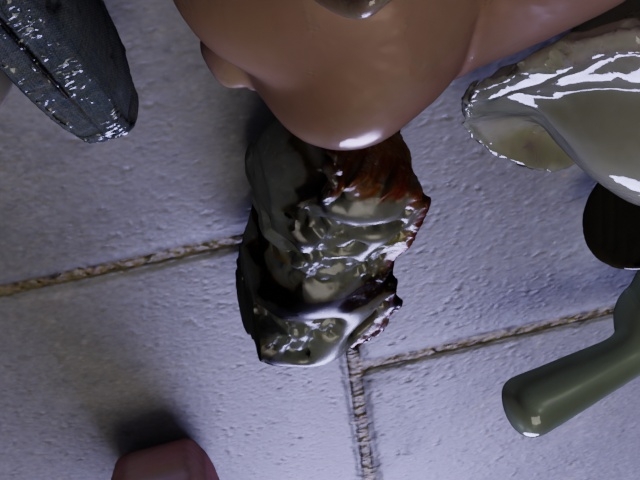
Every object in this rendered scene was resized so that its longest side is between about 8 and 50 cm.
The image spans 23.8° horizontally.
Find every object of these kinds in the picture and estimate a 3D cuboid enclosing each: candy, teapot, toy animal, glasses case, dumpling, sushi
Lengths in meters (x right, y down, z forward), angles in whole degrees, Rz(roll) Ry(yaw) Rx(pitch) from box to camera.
[{"bbox_3d":[-0.125,0.317,1.432,0.094,0.255,0.255,-15,145,0],"label":"candy"},{"bbox_3d":[0.329,0.092,1.380,0.318,0.149,0.220,-28,142,16],"label":"teapot"},{"bbox_3d":[0.070,-0.183,0.854,0.326,0.237,0.269,-33,149,21],"label":"toy animal"},{"bbox_3d":[-0.184,-0.157,0.878,0.067,0.109,0.282,-22,144,13],"label":"glasses case"},{"bbox_3d":[0.250,-0.103,1.080,0.260,0.181,0.341,-14,-165,39],"label":"dumpling"},{"bbox_3d":[0.000,0.000,1.151,0.130,0.124,0.332,-11,148,-19],"label":"sushi"}]

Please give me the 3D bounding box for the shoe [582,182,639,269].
[{"bbox_3d":[0.350,-0.043,1.251,0.275,0.103,0.098,-15,166,9],"label":"shoe"}]

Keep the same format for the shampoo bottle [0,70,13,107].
[{"bbox_3d":[-0.283,-0.169,0.842,0.092,0.092,0.303,-22,144,11],"label":"shampoo bottle"}]
